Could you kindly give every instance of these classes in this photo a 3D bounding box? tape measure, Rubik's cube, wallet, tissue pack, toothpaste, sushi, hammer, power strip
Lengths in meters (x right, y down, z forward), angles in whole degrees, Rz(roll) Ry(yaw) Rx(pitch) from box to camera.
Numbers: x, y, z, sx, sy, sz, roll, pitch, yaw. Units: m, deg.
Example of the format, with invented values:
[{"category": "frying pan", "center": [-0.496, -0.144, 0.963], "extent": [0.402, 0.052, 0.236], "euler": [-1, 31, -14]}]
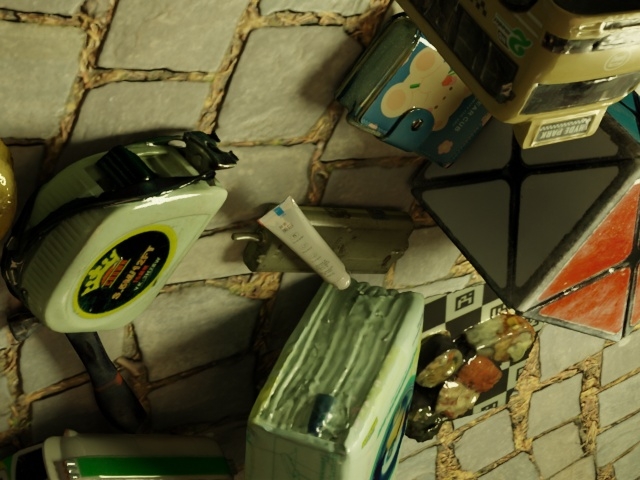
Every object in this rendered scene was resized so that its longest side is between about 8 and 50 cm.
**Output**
[{"category": "tape measure", "center": [-0.221, -0.022, 1.500], "extent": [0.235, 0.115, 0.207], "euler": [-53, 152, 19]}, {"category": "Rubik's cube", "center": [0.310, -0.061, 1.768], "extent": [0.259, 0.260, 0.255], "euler": [15, 119, -49]}, {"category": "wallet", "center": [0.116, -0.169, 1.658], "extent": [0.202, 0.059, 0.141], "euler": [21, 110, -50]}, {"category": "tissue pack", "center": [0.012, 0.268, 1.879], "extent": [0.388, 0.162, 0.287], "euler": [95, 18, -46]}, {"category": "toothpaste", "center": [-0.013, 0.007, 1.711], "extent": [0.048, 0.031, 0.190], "euler": [-37, 140, 5]}, {"category": "sushi", "center": [0.206, 0.201, 2.123], "extent": [0.339, 0.069, 0.320], "euler": [-11, 137, -29]}, {"category": "hammer", "center": [-0.258, 0.146, 1.715], "extent": [0.137, 0.037, 0.290], "euler": [-23, 143, -4]}, {"category": "power strip", "center": [0.000, 0.000, 1.768], "extent": [0.268, 0.034, 0.092], "euler": [2, 130, -40]}]

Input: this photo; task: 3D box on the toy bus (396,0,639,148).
[{"category": "toy bus", "center": [0.168, -0.266, 1.338], "extent": [0.177, 0.365, 0.202], "euler": [-12, 140, -28]}]

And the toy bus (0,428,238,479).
[{"category": "toy bus", "center": [-0.259, 0.327, 1.802], "extent": [0.305, 0.143, 0.179], "euler": [8, 139, -42]}]

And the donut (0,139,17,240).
[{"category": "donut", "center": [-0.374, -0.031, 1.412], "extent": [0.162, 0.065, 0.178], "euler": [20, 117, -48]}]
